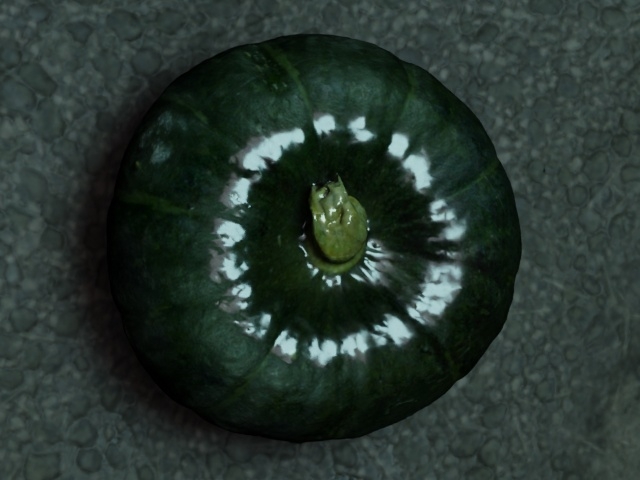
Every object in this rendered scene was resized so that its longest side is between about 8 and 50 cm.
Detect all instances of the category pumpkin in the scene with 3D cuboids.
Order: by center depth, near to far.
[{"bbox_3d":[0.000,0.000,1.236,0.300,0.207,0.300,0,91,-18],"label":"pumpkin"}]
